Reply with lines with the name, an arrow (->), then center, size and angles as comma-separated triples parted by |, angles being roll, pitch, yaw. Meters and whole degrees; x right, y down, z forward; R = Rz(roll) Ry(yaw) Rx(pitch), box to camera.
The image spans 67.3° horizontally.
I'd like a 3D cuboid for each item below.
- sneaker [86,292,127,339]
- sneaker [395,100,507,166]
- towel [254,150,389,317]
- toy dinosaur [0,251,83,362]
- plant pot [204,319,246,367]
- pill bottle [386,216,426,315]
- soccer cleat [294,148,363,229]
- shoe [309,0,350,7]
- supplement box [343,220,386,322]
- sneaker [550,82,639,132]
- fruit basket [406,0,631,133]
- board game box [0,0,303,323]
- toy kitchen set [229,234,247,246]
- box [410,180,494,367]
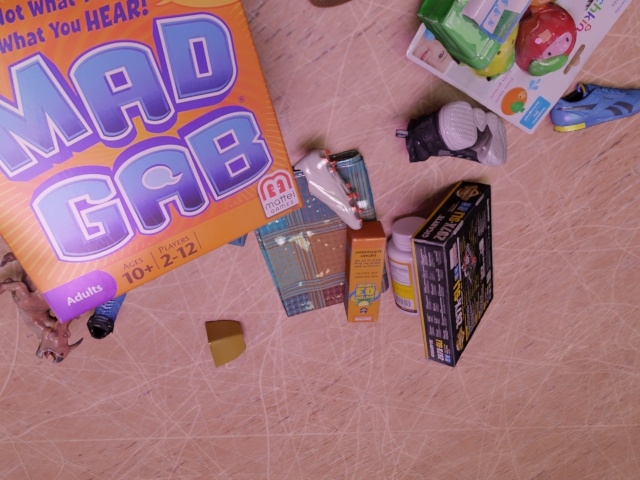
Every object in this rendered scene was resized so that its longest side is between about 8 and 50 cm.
sneaker -> -0.477, 0.154, 1.076 | 0.058, 0.085, 0.152 | 21, 114, -18
sneaker -> 0.266, -0.204, 0.971 | 0.268, 0.153, 0.101 | 7, 83, -47
towel -> 0.000, 0.000, 1.083 | 0.271, 0.040, 0.370 | -15, 120, 2
toy dinosaur -> -0.565, 0.087, 1.014 | 0.200, 0.127, 0.296 | 23, 98, -30
plant pot -> -0.227, 0.242, 1.167 | 0.083, 0.081, 0.081 | -15, 121, -13
pill bottle -> 0.216, 0.058, 1.099 | 0.117, 0.117, 0.215 | -13, 120, 0
soccer cleat -> 0.022, -0.097, 0.974 | 0.076, 0.068, 0.196 | -21, 121, 23
shoe -> 0.070, -0.477, 0.820 | 0.219, 0.058, 0.076 | -28, 150, 13
supplement box -> 0.097, 0.074, 1.077 | 0.078, 0.080, 0.234 | -3, 124, -4
sneaker -> 0.576, -0.288, 0.983 | 0.209, 0.069, 0.082 | -15, 116, 1
fruit basket -> 0.369, -0.390, 0.844 | 0.353, 0.165, 0.327 | 23, 114, -23
board game box -> -0.297, -0.178, 0.698 | 0.356, 0.356, 0.357 | -27, 122, -18
toy kitchen set -> -0.262, -0.008, 0.963 | 0.207, 0.166, 0.122 | 12, 144, -2
box -> 0.299, 0.070, 1.049 | 0.079, 0.257, 0.322 | 12, 129, 37
